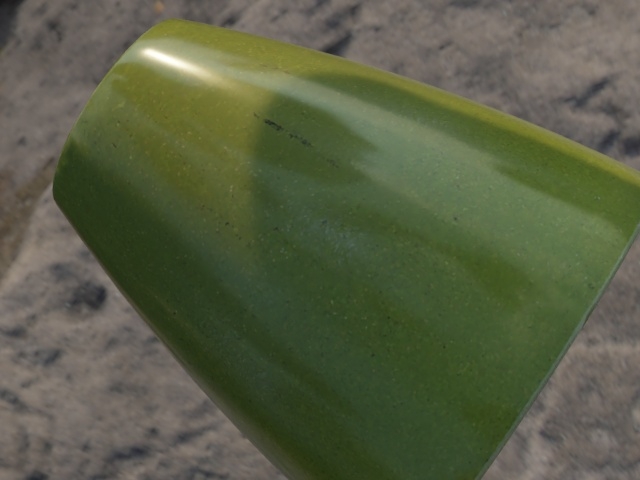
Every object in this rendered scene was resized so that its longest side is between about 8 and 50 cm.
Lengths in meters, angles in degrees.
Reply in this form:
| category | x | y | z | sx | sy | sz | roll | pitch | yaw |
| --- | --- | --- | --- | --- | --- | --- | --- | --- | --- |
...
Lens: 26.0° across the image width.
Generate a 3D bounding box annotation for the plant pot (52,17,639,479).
| category | x | y | z | sx | sy | sz | roll | pitch | yaw |
| --- | --- | --- | --- | --- | --- | --- | --- | --- | --- |
| plant pot | 0.000 | 0.000 | 0.825 | 0.293 | 0.275 | 0.274 | 34 | 83 | 6 |
